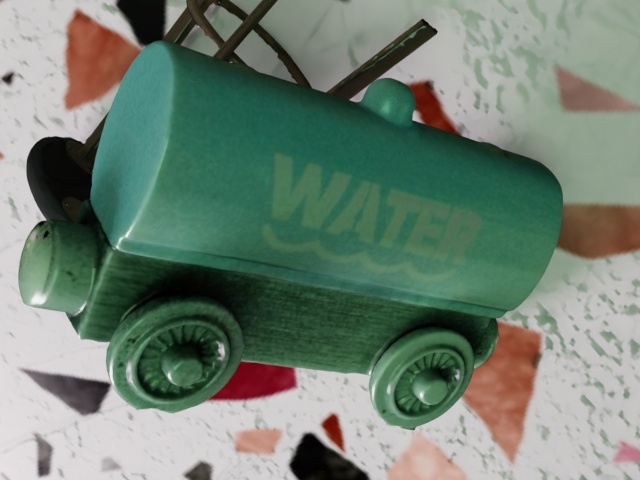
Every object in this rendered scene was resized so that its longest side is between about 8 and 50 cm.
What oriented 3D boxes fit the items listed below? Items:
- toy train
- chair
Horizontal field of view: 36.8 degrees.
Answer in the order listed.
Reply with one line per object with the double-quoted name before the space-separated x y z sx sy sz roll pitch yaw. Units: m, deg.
"toy train" 0.000 0.000 0.434 0.248 0.101 0.159 13 113 -34
"chair" -0.061 -0.063 0.463 0.221 0.095 0.104 -43 89 22
